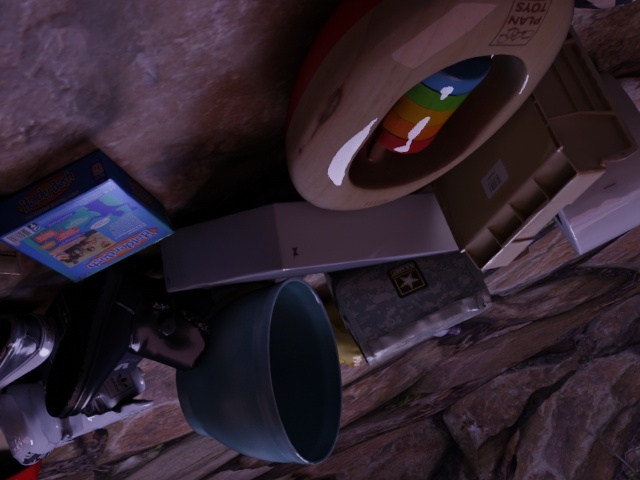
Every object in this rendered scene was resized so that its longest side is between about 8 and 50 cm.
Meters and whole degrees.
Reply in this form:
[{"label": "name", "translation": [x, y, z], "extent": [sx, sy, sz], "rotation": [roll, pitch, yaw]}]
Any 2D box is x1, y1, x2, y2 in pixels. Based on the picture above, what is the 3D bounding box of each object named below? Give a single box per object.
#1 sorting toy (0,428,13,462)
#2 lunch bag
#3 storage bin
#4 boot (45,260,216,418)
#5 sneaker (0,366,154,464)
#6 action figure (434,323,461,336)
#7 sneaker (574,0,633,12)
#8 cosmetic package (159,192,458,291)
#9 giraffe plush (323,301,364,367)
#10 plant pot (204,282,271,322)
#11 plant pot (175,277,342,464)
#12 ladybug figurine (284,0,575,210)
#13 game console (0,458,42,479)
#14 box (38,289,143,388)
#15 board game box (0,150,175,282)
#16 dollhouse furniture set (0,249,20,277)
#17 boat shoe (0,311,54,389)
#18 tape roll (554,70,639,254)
[{"label": "sorting toy", "translation": [-0.655, 0.337, 1.686], "extent": [0.257, 0.089, 0.255], "rotation": [-20, 158, -11]}, {"label": "lunch bag", "translation": [0.147, 0.091, 1.733], "extent": [0.235, 0.169, 0.287], "rotation": [-24, -165, -4]}, {"label": "storage bin", "translation": [0.262, -0.135, 1.352], "extent": [0.123, 0.260, 0.262], "rotation": [-8, 153, -29]}, {"label": "boot", "translation": [-0.268, 0.161, 1.460], "extent": [0.207, 0.246, 0.094], "rotation": [26, 164, -36]}, {"label": "sneaker", "translation": [-0.408, 0.263, 1.677], "extent": [0.210, 0.137, 0.366], "rotation": [-26, 174, -4]}, {"label": "action figure", "translation": [0.170, 0.189, 2.233], "extent": [0.285, 0.099, 0.185], "rotation": [-2, 157, -37]}, {"label": "sneaker", "translation": [0.322, -0.335, 1.170], "extent": [0.235, 0.094, 0.153], "rotation": [-18, 168, 10]}, {"label": "cosmetic package", "translation": [0.000, 0.000, 1.466], "extent": [0.377, 0.097, 0.284], "rotation": [-6, 178, -41]}, {"label": "giraffe plush", "translation": [-0.001, 0.235, 1.970], "extent": [0.210, 0.181, 0.170], "rotation": [8, 115, -42]}, {"label": "plant pot", "translation": [-0.130, 0.201, 1.804], "extent": [0.237, 0.110, 0.237], "rotation": [-31, 145, -25]}, {"label": "plant pot", "translation": [-0.108, 0.219, 1.608], "extent": [0.196, 0.293, 0.293], "rotation": [-10, 164, 20]}, {"label": "ladybug figurine", "translation": [0.107, -0.202, 1.156], "extent": [0.305, 0.162, 0.449], "rotation": [-8, 153, -35]}, {"label": "game console", "translation": [-0.701, 0.467, 1.833], "extent": [0.386, 0.060, 0.342], "rotation": [-20, -173, -10]}, {"label": "box", "translation": [-0.350, 0.148, 1.569], "extent": [0.156, 0.093, 0.158], "rotation": [-6, 151, -40]}, {"label": "board game box", "translation": [-0.301, -0.024, 1.287], "extent": [0.160, 0.047, 0.210], "rotation": [-27, 158, 4]}, {"label": "dollhouse furniture set", "translation": [-0.467, -0.007, 1.138], "extent": [0.161, 0.101, 0.182], "rotation": [-9, 170, 33]}, {"label": "boat shoe", "translation": [-0.534, 0.206, 1.491], "extent": [0.301, 0.108, 0.102], "rotation": [-34, 157, 16]}, {"label": "tape roll", "translation": [0.424, -0.121, 1.576], "extent": [0.169, 0.246, 0.246], "rotation": [-28, 158, 9]}]
